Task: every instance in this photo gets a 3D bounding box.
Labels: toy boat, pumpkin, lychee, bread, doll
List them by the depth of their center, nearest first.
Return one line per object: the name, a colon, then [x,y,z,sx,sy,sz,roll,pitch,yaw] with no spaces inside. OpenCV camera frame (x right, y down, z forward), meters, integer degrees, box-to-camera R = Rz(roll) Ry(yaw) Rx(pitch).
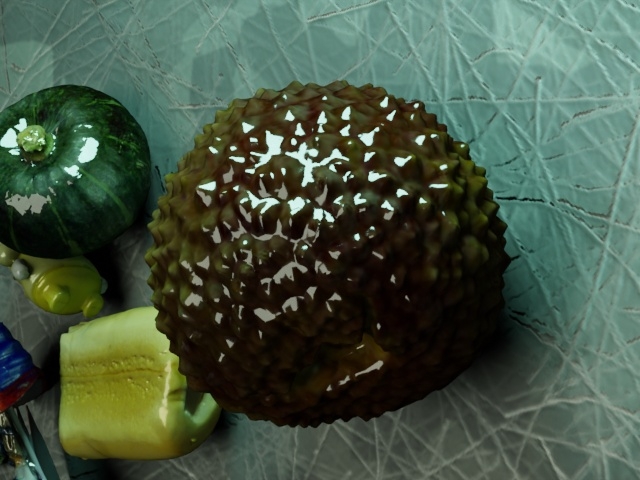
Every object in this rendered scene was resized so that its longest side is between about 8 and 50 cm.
lychee: [0.000,0.000,1.060,0.267,0.267,0.268,1,92,41]
bread: [-0.154,0.127,1.295,0.173,0.085,0.134,-6,80,42]
pumpkin: [-0.230,-0.062,1.315,0.167,0.167,0.125,37,143,34]
toy boat: [-0.253,0.207,1.370,0.318,0.072,0.219,65,174,-23]
doll: [-0.263,0.015,1.379,0.162,0.106,0.062,43,108,39]

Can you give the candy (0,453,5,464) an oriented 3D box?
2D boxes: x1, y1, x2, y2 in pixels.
candy: [-0.360,0.195,1.520,0.123,0.035,0.035,33,102,45]
